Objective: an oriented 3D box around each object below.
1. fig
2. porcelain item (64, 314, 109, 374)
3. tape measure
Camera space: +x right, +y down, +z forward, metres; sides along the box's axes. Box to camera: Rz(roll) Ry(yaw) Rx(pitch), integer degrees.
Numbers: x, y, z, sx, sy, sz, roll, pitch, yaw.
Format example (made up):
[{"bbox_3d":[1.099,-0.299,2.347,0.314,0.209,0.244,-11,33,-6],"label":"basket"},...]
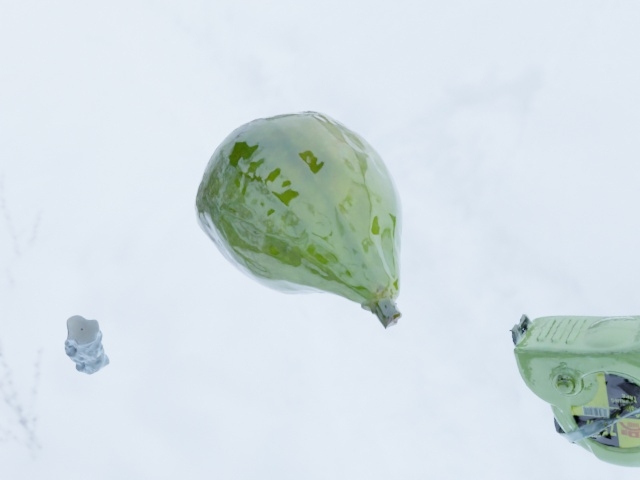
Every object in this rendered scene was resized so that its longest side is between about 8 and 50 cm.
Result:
[{"bbox_3d":[0.005,-0.014,1.455,0.233,0.314,0.233,-44,-18,-18],"label":"fig"},{"bbox_3d":[-0.188,0.084,0.989,0.028,0.036,0.083,-48,-12,-23],"label":"porcelain item"},{"bbox_3d":[0.323,0.154,1.328,0.200,0.175,0.106,-7,23,31],"label":"tape measure"}]
